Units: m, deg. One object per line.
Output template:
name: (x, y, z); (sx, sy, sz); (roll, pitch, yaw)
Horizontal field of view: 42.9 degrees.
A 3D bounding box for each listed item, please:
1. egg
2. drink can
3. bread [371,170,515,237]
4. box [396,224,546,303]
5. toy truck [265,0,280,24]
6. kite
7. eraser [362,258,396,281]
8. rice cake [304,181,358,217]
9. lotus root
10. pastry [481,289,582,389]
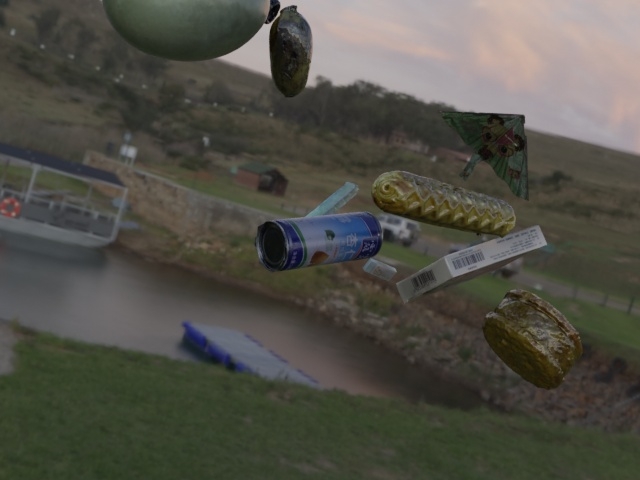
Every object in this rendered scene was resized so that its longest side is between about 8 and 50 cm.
egg: (-0.267, -0.492, 1.653); (0.352, 0.258, 0.259); (-19, 25, -36)
drink can: (0.000, 0.000, 1.510); (0.235, 0.097, 0.097); (-6, 17, -39)
bread: (0.223, -0.061, 1.423); (0.368, 0.077, 0.084); (8, 43, -45)
box: (0.390, 0.061, 2.097); (0.353, 0.069, 0.214); (-14, -13, -34)
toy truck: (-0.206, -0.592, 2.022); (0.147, 0.165, 0.224); (36, -9, 7)
kite: (0.425, -0.230, 2.027); (0.323, 0.013, 0.268); (48, -39, 4)
eraser: (0.150, 0.075, 2.068); (0.083, 0.038, 0.019); (23, 29, -30)
rice cake: (0.020, -0.084, 2.157); (0.043, 0.211, 0.034); (33, -27, 35)
lotus root: (-0.059, -0.368, 1.591); (0.089, 0.179, 0.080); (10, 20, 26)
pastry: (0.387, 0.181, 1.501); (0.189, 0.103, 0.188); (44, -14, 14)
